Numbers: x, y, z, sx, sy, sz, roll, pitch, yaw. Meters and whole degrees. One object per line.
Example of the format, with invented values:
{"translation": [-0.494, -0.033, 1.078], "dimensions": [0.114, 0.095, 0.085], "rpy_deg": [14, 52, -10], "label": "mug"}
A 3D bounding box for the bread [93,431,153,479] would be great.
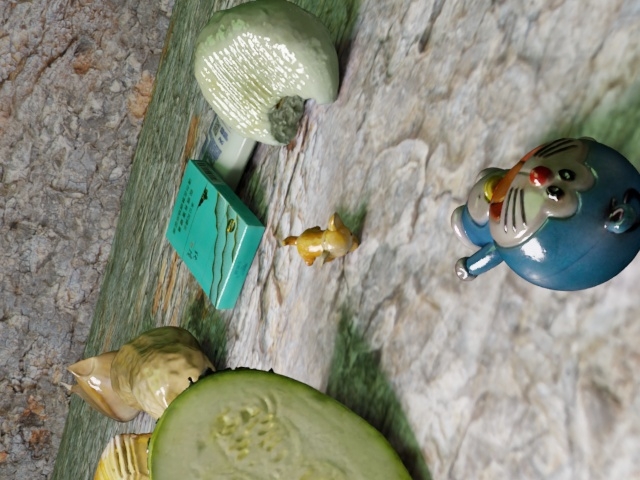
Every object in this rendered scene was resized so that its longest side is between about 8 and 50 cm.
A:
{"translation": [-0.308, 0.443, 1.035], "dimensions": [0.288, 0.153, 0.119], "rpy_deg": [-66, 32, 24], "label": "bread"}

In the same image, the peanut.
{"translation": [-0.263, 0.221, 1.066], "dimensions": [0.291, 0.143, 0.159], "rpy_deg": [-11, 59, 59], "label": "peanut"}

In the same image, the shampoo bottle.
{"translation": [-0.134, -0.212, 1.087], "dimensions": [0.359, 0.078, 0.134], "rpy_deg": [-59, 34, 33], "label": "shampoo bottle"}

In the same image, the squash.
{"translation": [-0.039, 0.205, 0.522], "dimensions": [0.260, 0.189, 0.189], "rpy_deg": [166, 115, -69], "label": "squash"}

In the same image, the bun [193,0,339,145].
{"translation": [-0.062, -0.235, 0.860], "dimensions": [0.213, 0.204, 0.126], "rpy_deg": [-1, 46, 32], "label": "bun"}

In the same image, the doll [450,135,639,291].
{"translation": [0.136, -0.016, 0.383], "dimensions": [0.114, 0.085, 0.152], "rpy_deg": [-57, 13, -2], "label": "doll"}

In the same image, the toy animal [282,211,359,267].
{"translation": [0.000, 0.000, 0.689], "dimensions": [0.083, 0.081, 0.060], "rpy_deg": [135, 148, -83], "label": "toy animal"}

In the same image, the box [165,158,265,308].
{"translation": [-0.184, -0.015, 1.056], "dimensions": [0.226, 0.042, 0.160], "rpy_deg": [46, 123, 41], "label": "box"}

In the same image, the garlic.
{"translation": [-0.510, 0.338, 1.493], "dimensions": [0.338, 0.196, 0.151], "rpy_deg": [-34, 32, 60], "label": "garlic"}
